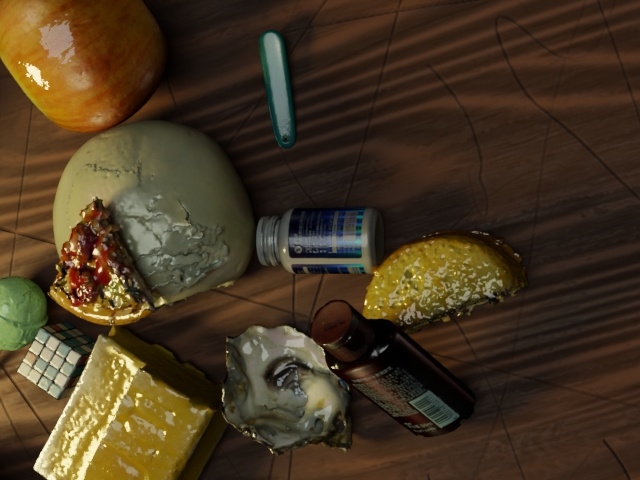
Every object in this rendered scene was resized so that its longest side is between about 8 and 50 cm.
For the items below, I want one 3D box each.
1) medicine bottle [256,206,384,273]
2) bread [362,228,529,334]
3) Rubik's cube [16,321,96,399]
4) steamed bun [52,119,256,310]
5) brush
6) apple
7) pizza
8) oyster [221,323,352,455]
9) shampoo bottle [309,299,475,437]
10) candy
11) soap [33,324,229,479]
[{"bbox_3d":[0.000,0.000,1.748,0.192,0.107,0.107,0,92,14],"label":"medicine bottle"},{"bbox_3d":[0.176,0.058,1.686,0.261,0.160,0.147,-21,81,19],"label":"bread"},{"bbox_3d":[-0.438,0.203,1.866,0.092,0.092,0.092,32,99,11],"label":"Rubik's cube"},{"bbox_3d":[-0.287,-0.034,1.752,0.334,0.233,0.312,-28,86,12],"label":"steamed bun"},{"bbox_3d":[-0.067,-0.247,1.799,0.043,0.032,0.193,-7,102,9],"label":"brush"},{"bbox_3d":[-0.378,-0.314,1.750,0.233,0.286,0.286,-36,83,-3],"label":"apple"},{"bbox_3d":[-0.342,0.035,1.630,0.201,0.053,0.193,-2,102,34],"label":"pizza"},{"bbox_3d":[-0.056,0.241,1.771,0.214,0.083,0.222,0,64,-16],"label":"oyster"},{"bbox_3d":[0.103,0.192,1.632,0.129,0.323,0.084,-24,47,27],"label":"shampoo bottle"},{"bbox_3d":[-0.610,0.246,1.918,0.119,0.119,0.440,38,107,10],"label":"candy"},{"bbox_3d":[-0.311,0.319,1.823,0.259,0.143,0.281,30,103,15],"label":"soap"}]
